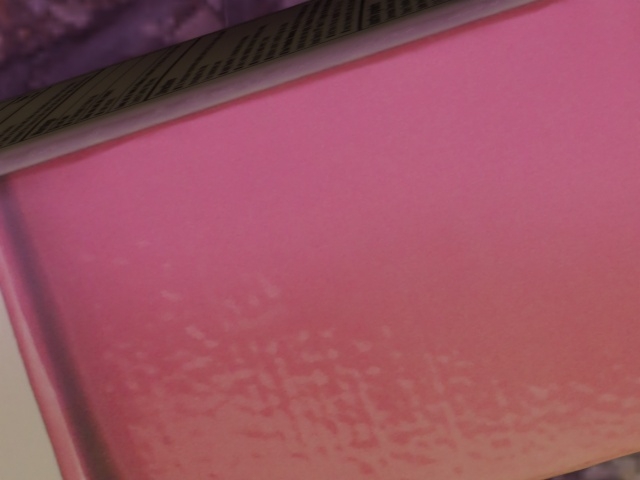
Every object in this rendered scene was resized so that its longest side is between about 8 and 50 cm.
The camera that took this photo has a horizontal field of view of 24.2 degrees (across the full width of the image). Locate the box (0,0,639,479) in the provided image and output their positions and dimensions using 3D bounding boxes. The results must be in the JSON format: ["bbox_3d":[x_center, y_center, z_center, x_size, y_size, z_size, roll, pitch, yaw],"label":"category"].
[{"bbox_3d":[0.000,0.000,0.438,0.232,0.148,0.127,-18,104,8],"label":"box"}]
